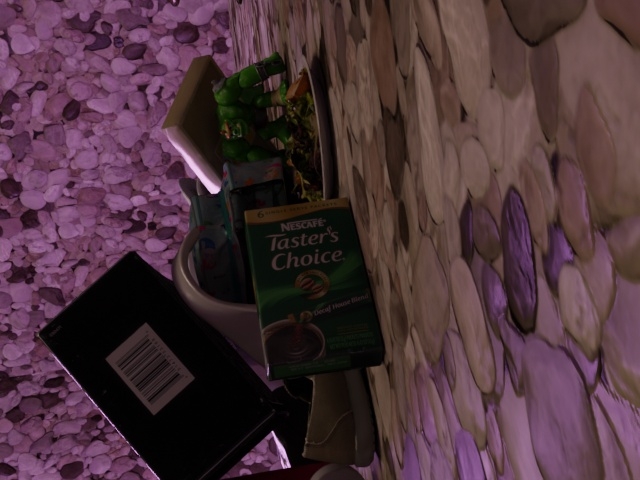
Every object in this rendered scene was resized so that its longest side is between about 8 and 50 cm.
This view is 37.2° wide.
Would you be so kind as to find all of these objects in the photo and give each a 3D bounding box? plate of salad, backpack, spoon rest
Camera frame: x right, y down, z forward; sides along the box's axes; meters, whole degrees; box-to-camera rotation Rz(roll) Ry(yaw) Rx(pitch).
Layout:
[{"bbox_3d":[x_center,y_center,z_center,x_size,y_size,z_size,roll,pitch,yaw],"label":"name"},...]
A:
[{"bbox_3d":[-0.020,-0.117,1.120,0.200,0.048,0.199,172,90,-83],"label":"plate of salad"},{"bbox_3d":[-0.101,0.001,1.446,0.253,0.191,0.225,-97,3,-48],"label":"backpack"},{"bbox_3d":[-0.093,0.102,1.273,0.084,0.276,0.137,-48,-5,-43],"label":"spoon rest"}]

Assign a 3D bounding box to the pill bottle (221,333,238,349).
[{"bbox_3d":[-0.162,0.134,1.600,0.108,0.193,0.108,53,171,12],"label":"pill bottle"}]

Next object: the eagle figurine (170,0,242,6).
[{"bbox_3d":[-0.122,-0.471,1.216,0.226,0.225,0.298,11,76,43],"label":"eagle figurine"}]

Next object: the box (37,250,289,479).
[{"bbox_3d":[-0.211,0.200,1.377,0.296,0.183,0.294,47,175,10],"label":"box"}]

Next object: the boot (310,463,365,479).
[{"bbox_3d":[0.018,0.362,1.123,0.123,0.095,0.258,-139,40,-70],"label":"boot"}]

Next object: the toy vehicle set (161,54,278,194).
[{"bbox_3d":[-0.155,-0.157,1.596,0.267,0.035,0.166,55,-139,-40],"label":"toy vehicle set"}]

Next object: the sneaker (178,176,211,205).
[{"bbox_3d":[-0.184,-0.126,1.925,0.210,0.137,0.365,48,-163,-47],"label":"sneaker"}]

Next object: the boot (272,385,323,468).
[{"bbox_3d":[-0.033,0.386,1.657,0.236,0.085,0.178,-115,16,-49],"label":"boot"}]

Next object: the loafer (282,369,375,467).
[{"bbox_3d":[-0.001,0.133,1.062,0.094,0.087,0.251,91,169,-55],"label":"loafer"}]

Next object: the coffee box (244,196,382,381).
[{"bbox_3d":[-0.011,0.044,0.935,0.040,0.113,0.184,89,173,-54],"label":"coffee box"}]

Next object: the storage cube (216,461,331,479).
[{"bbox_3d":[-0.041,0.447,1.335,0.215,0.193,0.183,-113,17,-66],"label":"storage cube"}]

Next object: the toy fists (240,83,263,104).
[{"bbox_3d":[-0.193,-0.236,2.145,0.096,0.142,0.279,-104,10,-49],"label":"toy fists"}]

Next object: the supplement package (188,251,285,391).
[{"bbox_3d":[-0.131,0.162,1.779,0.198,0.199,0.262,91,169,-55],"label":"supplement package"}]

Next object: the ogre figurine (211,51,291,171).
[{"bbox_3d":[-0.107,-0.194,1.512,0.197,0.118,0.096,89,171,-51],"label":"ogre figurine"}]
